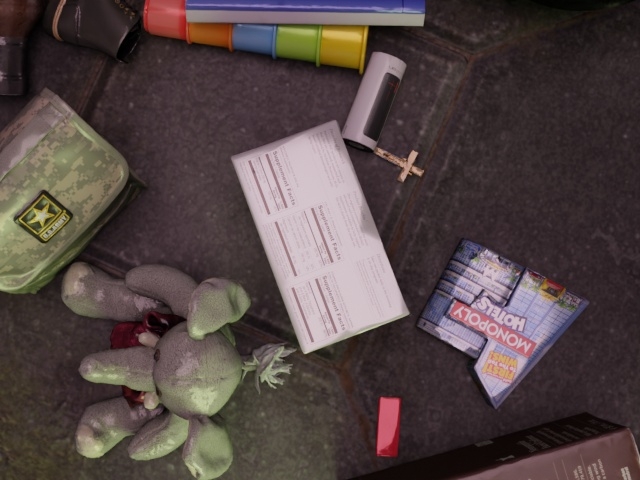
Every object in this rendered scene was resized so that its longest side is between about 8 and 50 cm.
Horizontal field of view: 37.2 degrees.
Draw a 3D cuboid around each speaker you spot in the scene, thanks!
[{"bbox_3d":[0.075,-0.198,1.356,0.055,0.055,0.136,21,86,1],"label":"speaker"}]

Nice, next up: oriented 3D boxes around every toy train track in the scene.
[{"bbox_3d":[0.110,-0.115,1.372,0.083,0.014,0.048,28,94,7],"label":"toy train track"}]

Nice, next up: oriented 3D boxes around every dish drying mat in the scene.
[{"bbox_3d":[0.096,0.264,1.349,0.032,0.008,0.083,4,85,-1],"label":"dish drying mat"}]

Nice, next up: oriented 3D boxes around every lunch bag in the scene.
[{"bbox_3d":[-0.369,-0.058,1.226,0.169,0.287,0.235,44,86,2],"label":"lunch bag"}]

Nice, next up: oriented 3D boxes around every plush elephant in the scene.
[{"bbox_3d":[-0.197,0.161,1.228,0.330,0.255,0.272,1,86,-1],"label":"plush elephant"}]

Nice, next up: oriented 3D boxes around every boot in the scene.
[{"bbox_3d":[-0.290,-0.356,1.339,0.137,0.077,0.198,26,100,16],"label":"boot"}]

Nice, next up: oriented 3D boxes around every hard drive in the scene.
[{"bbox_3d":[-0.020,-0.384,1.326,0.318,0.040,0.210,1,55,-1],"label":"hard drive"}]

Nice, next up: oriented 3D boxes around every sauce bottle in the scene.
[{"bbox_3d":[-0.427,-0.374,1.299,0.111,0.111,0.344,6,106,0],"label":"sauce bottle"}]

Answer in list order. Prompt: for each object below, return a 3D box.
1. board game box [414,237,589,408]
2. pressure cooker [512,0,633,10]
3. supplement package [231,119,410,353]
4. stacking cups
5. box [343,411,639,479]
[{"bbox_3d":[0.242,0.125,1.334,0.194,0.060,0.194,28,86,1],"label":"board game box"},{"bbox_3d":[0.340,-0.509,1.208,0.370,0.420,0.375,9,75,31],"label":"pressure cooker"},{"bbox_3d":[0.000,0.000,1.267,0.145,0.204,0.262,-20,87,-1],"label":"supplement package"},{"bbox_3d":[-0.090,-0.300,1.339,0.316,0.096,0.096,7,86,0],"label":"stacking cups"},{"bbox_3d":[0.219,0.348,1.257,0.381,0.191,0.143,-17,87,-3],"label":"box"}]
